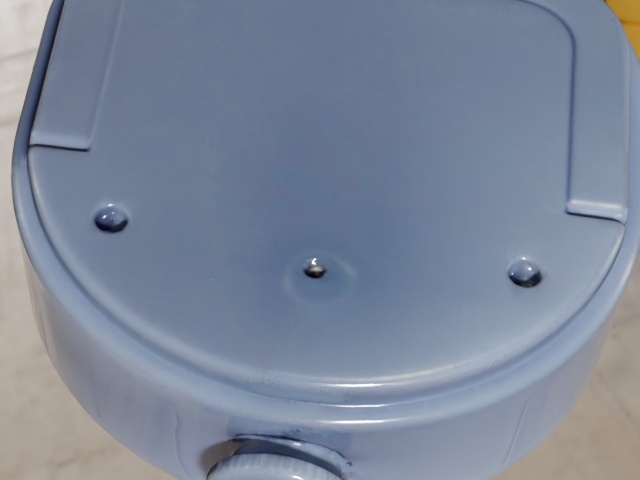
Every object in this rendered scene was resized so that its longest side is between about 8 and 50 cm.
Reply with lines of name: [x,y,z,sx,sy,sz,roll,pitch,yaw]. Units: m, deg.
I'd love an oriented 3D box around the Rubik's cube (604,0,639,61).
Rubik's cube: [0.286,-0.260,1.835,0.291,0.291,0.290,13,-139,23]

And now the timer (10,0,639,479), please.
timer: [0.000,0.000,1.071,0.394,0.173,0.395,3,-124,-4]
